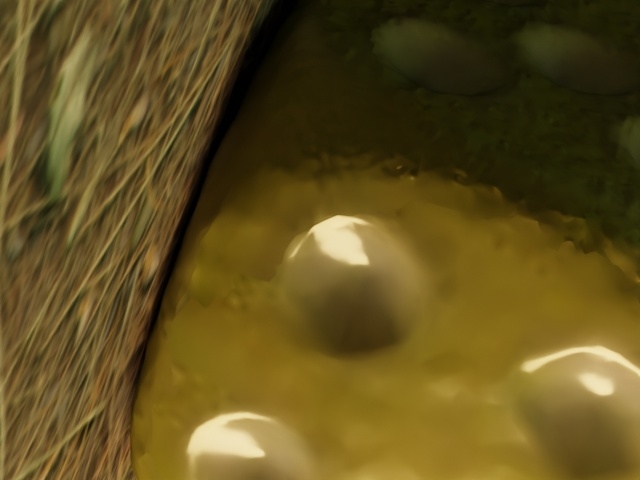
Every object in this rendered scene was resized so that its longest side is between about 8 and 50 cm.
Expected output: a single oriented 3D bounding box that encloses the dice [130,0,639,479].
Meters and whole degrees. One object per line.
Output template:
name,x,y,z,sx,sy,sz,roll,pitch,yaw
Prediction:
dice,0.068,0.028,0.812,0.227,0.233,0.238,-59,170,-58
